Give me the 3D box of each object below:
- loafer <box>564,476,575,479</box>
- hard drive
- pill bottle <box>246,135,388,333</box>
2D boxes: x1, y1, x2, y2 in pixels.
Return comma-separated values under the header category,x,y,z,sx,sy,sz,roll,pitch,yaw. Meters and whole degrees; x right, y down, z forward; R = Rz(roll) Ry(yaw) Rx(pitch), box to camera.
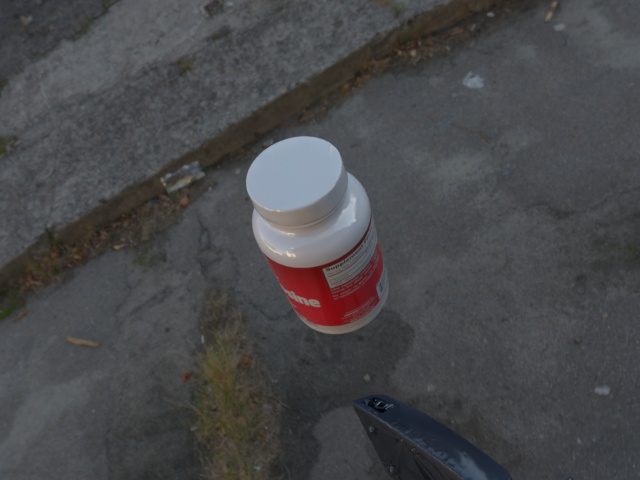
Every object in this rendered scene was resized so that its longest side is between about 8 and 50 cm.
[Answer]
category,x,y,z,sx,sy,sz,roll,pitch,yaw
loafer,0.587,0.598,1.220,0.062,0.170,0.061,-13,31,51
hard drive,0.153,0.298,0.703,0.054,0.172,0.254,-35,24,-22
pill bottle,0.000,0.000,1.095,0.228,0.408,0.229,-8,52,11
